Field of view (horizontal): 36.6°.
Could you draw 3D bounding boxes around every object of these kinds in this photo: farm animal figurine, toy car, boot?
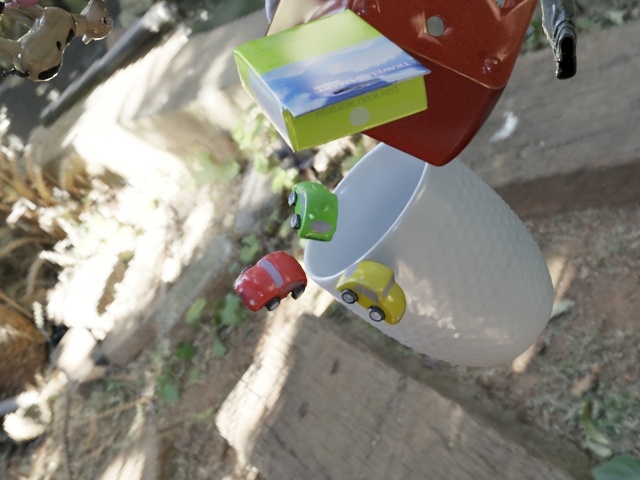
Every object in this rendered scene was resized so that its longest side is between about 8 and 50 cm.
[{"bbox_3d":[-0.315,-0.391,1.340,0.330,0.172,0.327,-56,17,23],"label":"farm animal figurine"},{"bbox_3d":[0.000,0.000,1.279,0.053,0.239,0.225,121,149,-45],"label":"toy car"},{"bbox_3d":[0.495,-0.460,1.968,0.083,0.246,0.161,-10,49,11],"label":"boot"}]

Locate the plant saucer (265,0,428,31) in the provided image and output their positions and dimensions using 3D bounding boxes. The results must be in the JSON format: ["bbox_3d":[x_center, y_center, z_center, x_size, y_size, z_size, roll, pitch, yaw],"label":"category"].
[{"bbox_3d":[0.058,-0.391,1.657,0.311,0.310,0.050,-62,12,-26],"label":"plant saucer"}]

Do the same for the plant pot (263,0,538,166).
[{"bbox_3d":[0.107,-0.258,1.055,0.236,0.267,0.267,180,112,-77],"label":"plant pot"}]

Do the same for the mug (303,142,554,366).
[{"bbox_3d":[0.175,0.021,1.514,0.276,0.328,0.374,-50,21,7],"label":"mug"}]

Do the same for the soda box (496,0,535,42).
[{"bbox_3d":[0.270,-0.387,1.618,0.058,0.183,0.063,-50,-5,34],"label":"soda box"}]

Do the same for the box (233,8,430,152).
[{"bbox_3d":[0.006,-0.125,0.747,0.109,0.042,0.178,-20,31,-9],"label":"box"}]
